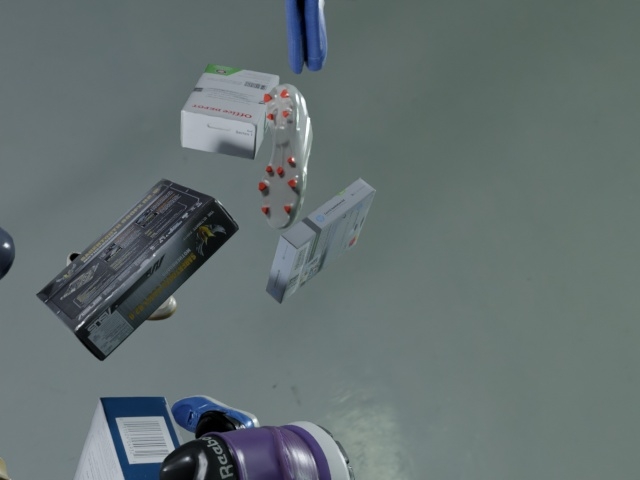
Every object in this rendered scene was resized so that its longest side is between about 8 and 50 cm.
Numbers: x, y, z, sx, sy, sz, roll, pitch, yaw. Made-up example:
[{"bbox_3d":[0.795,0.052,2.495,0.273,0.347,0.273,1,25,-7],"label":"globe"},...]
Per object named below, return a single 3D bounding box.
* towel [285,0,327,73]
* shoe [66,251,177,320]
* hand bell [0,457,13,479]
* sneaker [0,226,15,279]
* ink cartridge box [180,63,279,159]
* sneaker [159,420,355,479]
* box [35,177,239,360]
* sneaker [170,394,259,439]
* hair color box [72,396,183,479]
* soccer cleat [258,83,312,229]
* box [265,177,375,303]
[{"bbox_3d":[-0.019,-0.295,0.756,0.034,0.209,0.285,-4,63,0],"label":"towel"},{"bbox_3d":[-0.360,0.079,1.808,0.219,0.058,0.077,24,60,6],"label":"shoe"},{"bbox_3d":[-0.555,0.346,1.667,0.126,0.126,0.242,9,30,-22],"label":"hand bell"},{"bbox_3d":[-0.466,0.058,1.345,0.131,0.319,0.112,39,57,-30],"label":"sneaker"},{"bbox_3d":[-0.187,-0.270,2.096,0.160,0.093,0.219,11,37,5],"label":"ink cartridge box"},{"bbox_3d":[-0.091,0.235,0.617,0.124,0.107,0.283,8,107,-42],"label":"sneaker"},{"bbox_3d":[-0.232,0.028,1.254,0.231,0.183,0.056,-45,118,-14],"label":"box"},{"bbox_3d":[-0.176,0.272,1.514,0.084,0.152,0.058,3,98,-64],"label":"sneaker"},{"bbox_3d":[-0.292,0.407,1.448,0.105,0.347,0.174,5,35,-30],"label":"hair color box"},{"bbox_3d":[-0.040,-0.111,1.347,0.076,0.068,0.196,10,79,-61],"label":"soccer cleat"},{"bbox_3d":[0.000,0.000,1.575,0.038,0.145,0.186,41,55,18],"label":"box"}]
